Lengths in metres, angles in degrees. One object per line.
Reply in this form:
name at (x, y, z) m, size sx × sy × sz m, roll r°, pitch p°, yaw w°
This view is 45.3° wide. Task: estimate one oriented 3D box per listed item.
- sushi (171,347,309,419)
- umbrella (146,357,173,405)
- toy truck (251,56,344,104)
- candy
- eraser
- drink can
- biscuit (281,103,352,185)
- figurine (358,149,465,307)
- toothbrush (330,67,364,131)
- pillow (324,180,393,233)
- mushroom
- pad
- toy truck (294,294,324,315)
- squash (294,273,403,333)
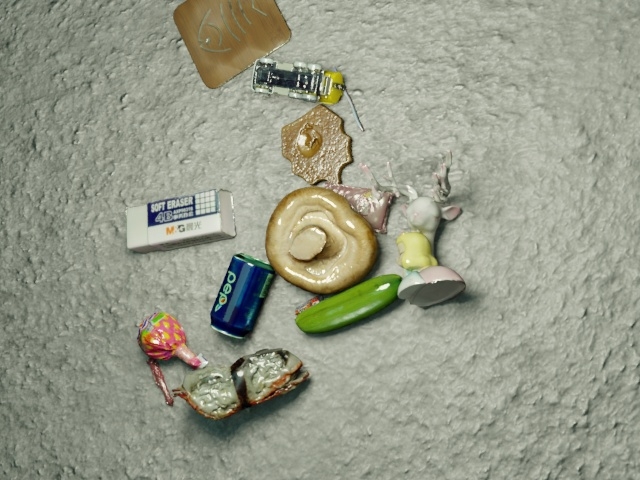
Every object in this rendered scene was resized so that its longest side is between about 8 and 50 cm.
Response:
sushi at (-0.198, 0.346, 1.879) m, size 0.332 × 0.124 × 0.129 m, roll -21°, pitch 88°, yaw -6°
umbrella at (-0.430, 0.365, 2.039) m, size 0.027 × 0.025 × 0.165 m, roll -28°, pitch 75°, yaw -4°
toy truck at (-0.059, -0.405, 1.966) m, size 0.227 × 0.114 × 0.097 m, roll 14°, pitch 99°, yaw 26°
candy at (-0.322, 0.323, 1.979) m, size 0.365 × 0.124 × 0.124 m, roll 38°, pitch 96°, yaw 12°
eraser at (-0.374, -0.051, 2.044) m, size 0.287 × 0.086 × 0.130 m, roll -9°, pitch 78°, yaw 19°
drink can at (-0.200, 0.140, 1.938) m, size 0.118 × 0.118 × 0.204 m, roll 22°, pitch 89°, yaw 21°
biscuit at (-0.002, -0.229, 1.963) m, size 0.182 × 0.034 × 0.215 m, roll -30°, pitch 76°, yaw 14°
figurine at (0.235, -0.038, 1.736) m, size 0.207 × 0.284 × 0.315 m, roll -14°, pitch 66°, yaw 16°
toothbrush at (0.070, -0.361, 1.966) m, size 0.019 × 0.013 × 0.193 m, roll -30°, pitch 73°, yaw 20°
pillow at (0.089, -0.083, 1.905) m, size 0.185 × 0.043 × 0.118 m, roll 11°, pitch 99°, yaw 22°
mushroom at (0.000, 0.000, 1.864) m, size 0.279 × 0.146 × 0.278 m, roll 2°, pitch 99°, yaw 15°
pad at (-0.250, -0.594, 2.111) m, size 0.284 × 0.018 × 0.286 m, roll -30°, pitch 74°, yaw 13°
toy truck at (-0.026, 0.164, 1.922) m, size 0.083 × 0.024 × 0.032 m, roll -30°, pitch 44°, yaw 17°
squash at (0.074, 0.158, 1.856) m, size 0.293 × 0.082 × 0.082 m, roll -26°, pitch 75°, yaw 18°
